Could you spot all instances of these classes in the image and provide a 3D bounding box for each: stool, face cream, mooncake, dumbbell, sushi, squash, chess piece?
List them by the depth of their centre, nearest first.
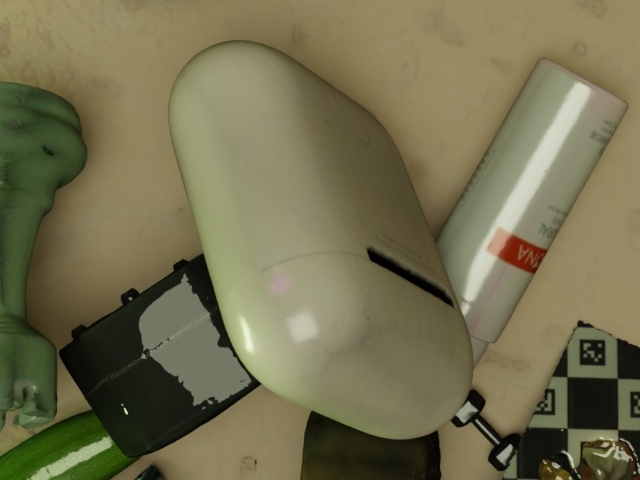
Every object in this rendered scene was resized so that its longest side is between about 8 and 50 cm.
[{"bbox_3d":[-0.308,0.022,1.732,0.195,0.194,0.299,-7,74,6],"label":"chess piece"},{"bbox_3d":[0.050,0.261,1.754,0.124,0.228,0.228,0,96,5],"label":"mooncake"},{"bbox_3d":[-0.124,0.095,1.756,0.232,0.232,0.141,-34,90,8],"label":"stool"},{"bbox_3d":[0.165,-0.001,1.772,0.102,0.102,0.345,28,99,2],"label":"face cream"},{"bbox_3d":[0.323,0.252,1.812,0.290,0.050,0.264,27,78,3],"label":"sushi"},{"bbox_3d":[0.162,0.185,1.826,0.083,0.040,0.036,46,66,0],"label":"dumbbell"},{"bbox_3d":[-0.294,0.246,1.854,0.292,0.082,0.082,-35,92,7],"label":"squash"}]

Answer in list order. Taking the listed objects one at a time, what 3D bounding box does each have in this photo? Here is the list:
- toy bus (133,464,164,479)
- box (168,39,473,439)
[{"bbox_3d":[-0.233,0.362,1.835,0.275,0.138,0.167,-40,93,10],"label":"toy bus"},{"bbox_3d":[0.001,-0.001,1.651,0.141,0.289,0.349,-30,58,20],"label":"box"}]
